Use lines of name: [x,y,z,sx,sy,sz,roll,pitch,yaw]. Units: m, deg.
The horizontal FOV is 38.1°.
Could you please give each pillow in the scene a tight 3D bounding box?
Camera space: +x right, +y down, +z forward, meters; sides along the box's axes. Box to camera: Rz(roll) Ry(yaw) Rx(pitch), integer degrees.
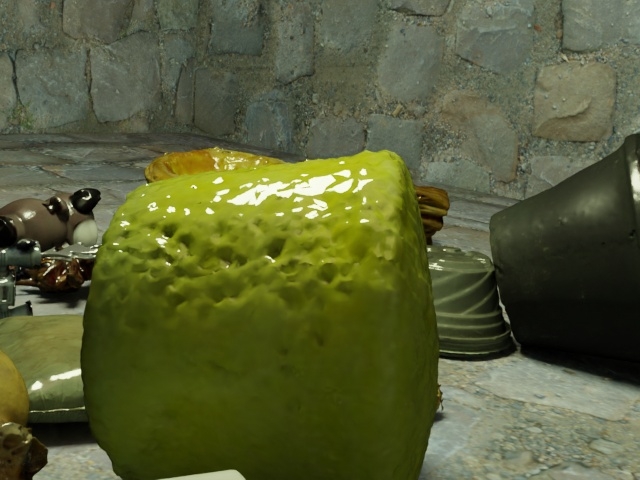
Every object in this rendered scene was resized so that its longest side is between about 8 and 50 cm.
pillow: [-0.300,0.145,1.093,0.184,0.075,0.302,-2,13,-22]

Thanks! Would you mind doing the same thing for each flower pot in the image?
flower pot: [0.198,0.087,1.470,0.235,0.141,0.235,7,10,-1]
flower pot: [0.413,0.048,1.437,0.251,0.380,0.379,-11,6,20]

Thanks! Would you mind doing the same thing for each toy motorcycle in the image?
toy motorcycle: [-0.498,0.057,1.281,0.400,0.134,0.207,1,13,-17]

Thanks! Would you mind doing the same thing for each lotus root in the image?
lotus root: [-0.375,0.147,0.883,0.303,0.131,0.146,15,41,42]

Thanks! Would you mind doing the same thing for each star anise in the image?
star anise: [-0.426,0.050,1.497,0.233,0.073,0.177,-4,8,4]

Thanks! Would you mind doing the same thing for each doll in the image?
doll: [-0.480,-0.014,1.592,0.117,0.182,0.257,53,21,12]

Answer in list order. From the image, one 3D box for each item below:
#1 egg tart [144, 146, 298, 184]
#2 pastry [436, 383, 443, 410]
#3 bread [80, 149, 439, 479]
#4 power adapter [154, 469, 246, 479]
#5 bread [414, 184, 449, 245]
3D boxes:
egg tart: [-0.208,-0.102,2.110,0.387,0.169,0.388,6,16,-2]
pastry: [0.091,0.179,1.174,0.140,0.056,0.080,14,3,44]
bread: [-0.043,0.096,0.879,0.307,0.348,0.348,-4,11,6]
power adapter: [-0.073,0.236,0.636,0.204,0.130,0.125,-2,14,-28]
bread: [0.120,-0.059,2.044,0.277,0.167,0.324,12,1,-15]
